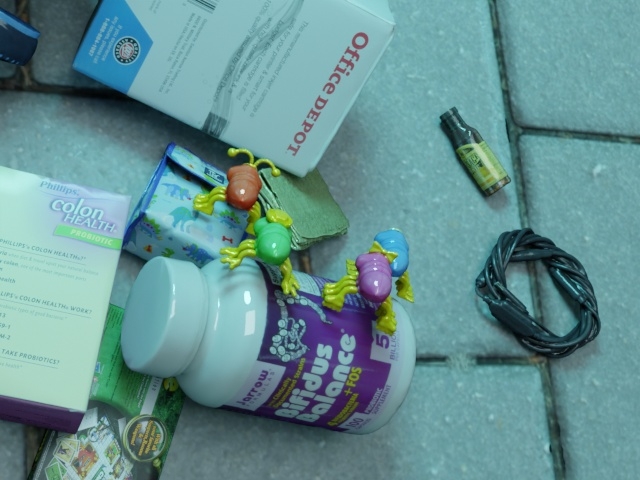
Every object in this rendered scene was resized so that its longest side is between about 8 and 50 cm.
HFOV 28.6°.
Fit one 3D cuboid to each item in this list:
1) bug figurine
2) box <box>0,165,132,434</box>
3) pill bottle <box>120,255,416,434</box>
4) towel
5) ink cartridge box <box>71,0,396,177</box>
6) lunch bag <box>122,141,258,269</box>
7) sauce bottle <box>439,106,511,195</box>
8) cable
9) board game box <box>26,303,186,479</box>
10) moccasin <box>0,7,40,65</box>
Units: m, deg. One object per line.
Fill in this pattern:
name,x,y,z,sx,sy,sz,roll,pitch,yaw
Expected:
bug figurine,0.000,0.000,1.376,0.279,0.072,0.216,23,21,-14
box,-0.331,0.057,1.315,0.214,0.117,0.243,13,68,-11
pill bottle,-0.058,0.111,1.385,0.302,0.169,0.169,15,67,-30
towel,-0.024,-0.043,1.526,0.110,0.027,0.148,60,29,5
ink cartridge box,-0.100,-0.247,1.470,0.307,0.223,0.129,25,25,-15
lunch bag,-0.145,-0.035,1.468,0.129,0.096,0.151,31,44,-12
sauce bottle,0.205,-0.121,1.686,0.042,0.042,0.128,-34,86,-30
cable,0.295,0.070,1.664,0.184,0.047,0.150,34,57,-8
board game box,-0.229,0.205,1.379,0.136,0.030,0.259,24,64,-14
moccasin,-0.479,-0.250,1.375,0.342,0.138,0.116,21,90,2
